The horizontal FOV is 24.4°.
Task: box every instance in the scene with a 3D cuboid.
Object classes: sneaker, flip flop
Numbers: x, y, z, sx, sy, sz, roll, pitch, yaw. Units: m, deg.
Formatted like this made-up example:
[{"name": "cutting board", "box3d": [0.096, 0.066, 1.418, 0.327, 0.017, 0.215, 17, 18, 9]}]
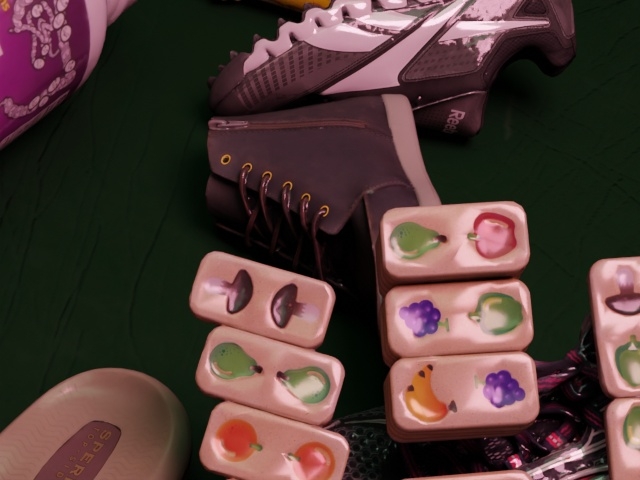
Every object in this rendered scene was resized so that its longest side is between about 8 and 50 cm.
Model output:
[{"name": "sneaker", "box3d": [0.102, 0.086, 0.652, 0.299, 0.112, 0.121, -10, 44, -15]}, {"name": "flip flop", "box3d": [-0.139, 0.136, 0.592, 0.112, 0.080, 0.277, 20, 44, 17]}, {"name": "sneaker", "box3d": [0.000, 0.000, 0.775, 0.118, 0.083, 0.222, -4, 32, -3]}, {"name": "sneaker", "box3d": [0.050, -0.103, 0.885, 0.234, 0.078, 0.106, -22, 86, -3]}]

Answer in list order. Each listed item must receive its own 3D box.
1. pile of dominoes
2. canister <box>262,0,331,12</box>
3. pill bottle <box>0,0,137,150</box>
[{"name": "pile of dominoes", "box3d": [0.050, 0.112, 0.572, 0.195, 0.040, 0.251, -3, 74, -2]}, {"name": "canister", "box3d": [0.023, -0.195, 0.997, 0.169, 0.073, 0.126, 19, 43, 13]}, {"name": "pill bottle", "box3d": [-0.224, -0.118, 0.809, 0.169, 0.169, 0.301, 23, 45, 20]}]
